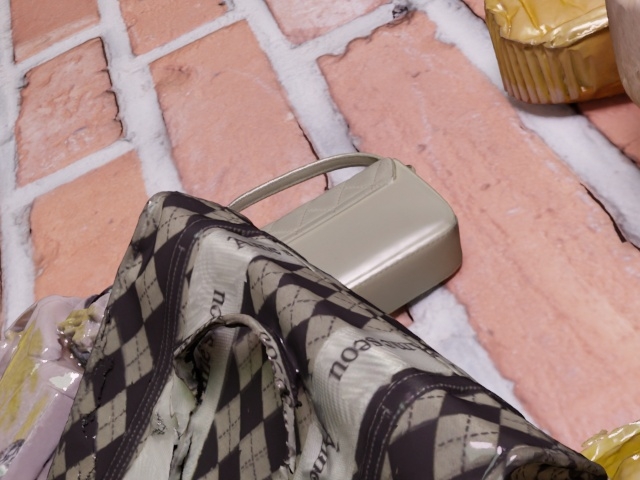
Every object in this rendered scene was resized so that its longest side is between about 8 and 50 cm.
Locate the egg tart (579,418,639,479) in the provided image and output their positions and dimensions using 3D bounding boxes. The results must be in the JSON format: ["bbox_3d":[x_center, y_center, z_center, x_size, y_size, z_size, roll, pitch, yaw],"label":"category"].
[{"bbox_3d":[0.281,0.207,0.533,0.341,0.132,0.341,-16,42,15],"label":"egg tart"}]

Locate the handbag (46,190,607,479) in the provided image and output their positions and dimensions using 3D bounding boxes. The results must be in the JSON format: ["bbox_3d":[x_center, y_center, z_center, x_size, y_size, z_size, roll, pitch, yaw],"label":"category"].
[{"bbox_3d":[-0.045,0.180,0.660,0.416,0.180,0.317,34,98,43],"label":"handbag"}]

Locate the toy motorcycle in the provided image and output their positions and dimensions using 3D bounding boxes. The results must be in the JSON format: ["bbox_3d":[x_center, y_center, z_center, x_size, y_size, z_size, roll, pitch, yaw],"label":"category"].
[{"bbox_3d":[-0.303,0.173,0.869,0.222,0.108,0.341,13,66,49],"label":"toy motorcycle"}]

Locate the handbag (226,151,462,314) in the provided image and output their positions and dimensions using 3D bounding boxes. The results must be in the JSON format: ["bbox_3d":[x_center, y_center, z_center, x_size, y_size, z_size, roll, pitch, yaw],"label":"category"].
[{"bbox_3d":[0.000,0.000,0.906,0.256,0.079,0.219,-29,46,-11],"label":"handbag"}]

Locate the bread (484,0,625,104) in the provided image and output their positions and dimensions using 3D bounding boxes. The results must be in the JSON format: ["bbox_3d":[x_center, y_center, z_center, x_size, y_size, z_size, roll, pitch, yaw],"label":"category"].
[{"bbox_3d":[0.312,-0.247,0.975,0.250,0.133,0.179,-21,41,13],"label":"bread"}]

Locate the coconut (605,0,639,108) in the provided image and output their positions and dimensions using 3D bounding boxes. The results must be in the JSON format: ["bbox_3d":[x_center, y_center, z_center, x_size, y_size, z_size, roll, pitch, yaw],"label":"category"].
[{"bbox_3d":[0.433,-0.203,0.717,0.346,0.360,0.346,-41,34,36],"label":"coconut"}]
